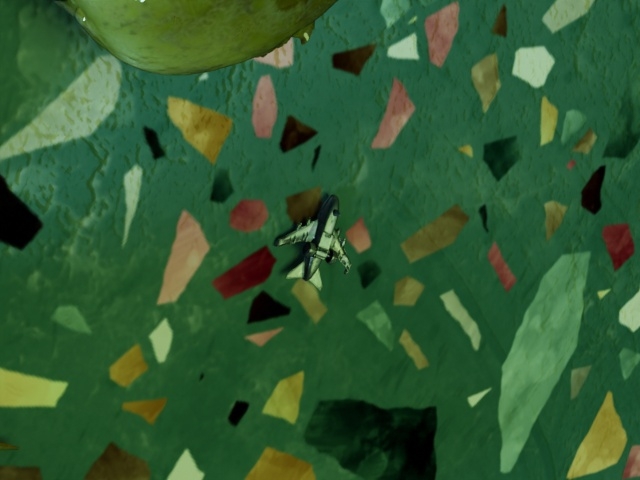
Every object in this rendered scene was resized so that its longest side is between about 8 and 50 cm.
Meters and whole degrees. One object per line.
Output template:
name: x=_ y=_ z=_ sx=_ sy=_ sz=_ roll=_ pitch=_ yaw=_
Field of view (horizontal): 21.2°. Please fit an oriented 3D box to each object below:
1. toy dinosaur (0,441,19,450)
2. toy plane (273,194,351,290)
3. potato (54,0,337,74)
toy dinosaur: x=-0.284 y=0.167 z=1.322 sx=0.113 sy=0.026 sz=0.041 roll=18 pitch=81 yaw=-36
toy plane: x=0.000 y=0.000 z=1.501 sx=0.078 sy=0.031 sz=0.083 roll=20 pitch=96 yaw=-30
potato: x=-0.041 y=-0.279 z=1.233 sx=0.270 sy=0.219 sz=0.359 roll=24 pitch=97 yaw=-34
